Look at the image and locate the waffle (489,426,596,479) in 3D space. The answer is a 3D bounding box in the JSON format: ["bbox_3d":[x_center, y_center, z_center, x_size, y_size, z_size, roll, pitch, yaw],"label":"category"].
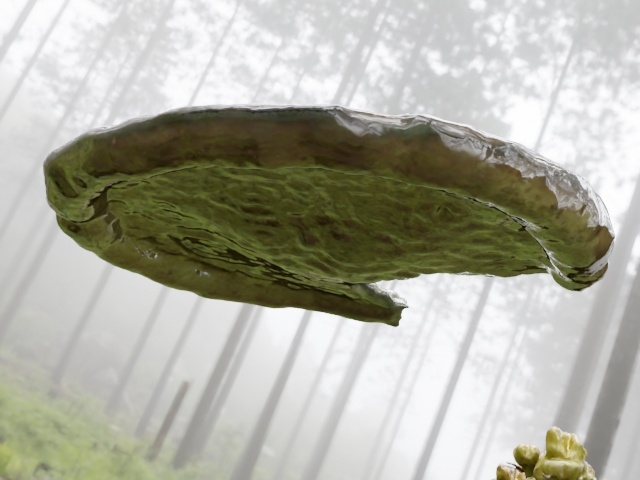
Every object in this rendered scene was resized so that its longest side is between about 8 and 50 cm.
[{"bbox_3d":[0.279,0.273,0.842,0.293,0.069,0.259,19,-35,11],"label":"waffle"}]

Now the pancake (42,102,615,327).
[{"bbox_3d":[0.000,0.000,0.495,0.288,0.033,0.286,3,-19,21],"label":"pancake"}]
